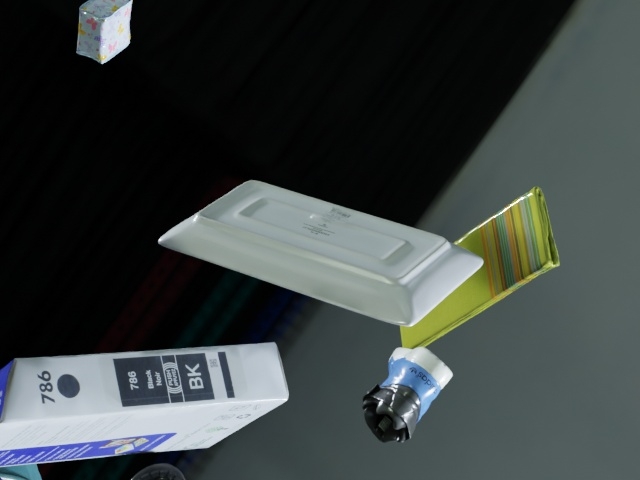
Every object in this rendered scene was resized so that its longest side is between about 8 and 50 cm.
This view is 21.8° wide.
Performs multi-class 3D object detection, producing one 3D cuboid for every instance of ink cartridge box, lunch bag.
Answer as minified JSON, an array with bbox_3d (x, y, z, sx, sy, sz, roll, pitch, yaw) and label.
[{"bbox_3d":[-0.210,0.152,1.491,0.332,0.065,0.165,-2,160,-36],"label":"ink cartridge box"},{"bbox_3d":[-0.270,-0.276,2.112,0.053,0.083,0.071,25,131,19],"label":"lunch bag"}]

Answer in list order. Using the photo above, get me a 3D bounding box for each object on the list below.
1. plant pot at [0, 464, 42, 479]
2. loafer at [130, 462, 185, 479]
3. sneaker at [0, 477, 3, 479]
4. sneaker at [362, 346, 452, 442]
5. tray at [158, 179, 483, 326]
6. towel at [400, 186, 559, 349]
[{"bbox_3d":[-0.517,0.278,2.221,0.271,0.271,0.255,38,-153,-52],"label":"plant pot"},{"bbox_3d":[-0.143,0.325,1.606,0.080,0.220,0.078,-9,175,6],"label":"loafer"},{"bbox_3d":[-0.321,0.345,1.837,0.146,0.102,0.293,10,-157,-44],"label":"sneaker"},{"bbox_3d":[0.071,0.147,1.550,0.058,0.084,0.152,43,169,-2],"label":"sneaker"},{"bbox_3d":[0.000,0.000,1.516,0.270,0.030,0.145,18,-149,27],"label":"tray"},{"bbox_3d":[0.170,0.037,1.852,0.021,0.237,0.102,21,-131,-33],"label":"towel"}]
